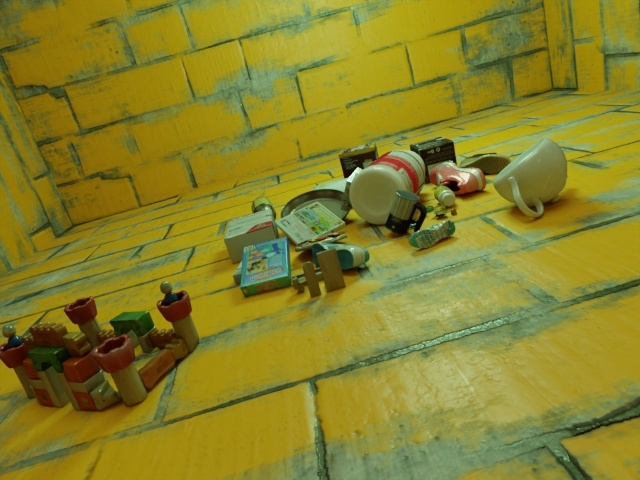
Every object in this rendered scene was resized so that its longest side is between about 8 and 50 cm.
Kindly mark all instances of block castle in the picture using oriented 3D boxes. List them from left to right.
[{"bbox_3d":[-0.579,0.253,1.255,0.453,0.212,0.303,-6,21,27],"label":"block castle"}]

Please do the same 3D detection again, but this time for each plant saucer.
[{"bbox_3d":[-0.015,-0.121,2.053,0.311,0.050,0.310,-9,35,6],"label":"plant saucer"}]

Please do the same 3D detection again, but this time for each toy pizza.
[{"bbox_3d":[0.000,0.000,1.731,0.201,0.032,0.201,-16,2,0],"label":"toy pizza"}]

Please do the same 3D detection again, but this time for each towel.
[{"bbox_3d":[0.156,-0.242,2.317,0.374,0.090,0.320,-18,17,-5],"label":"towel"}]

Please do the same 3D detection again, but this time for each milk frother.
[{"bbox_3d":[0.309,-0.104,1.700,0.129,0.134,0.143,19,27,4],"label":"milk frother"}]

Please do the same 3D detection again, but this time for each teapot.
[{"bbox_3d":[0.715,-0.197,1.593,0.256,0.187,0.252,-41,-3,6],"label":"teapot"}]

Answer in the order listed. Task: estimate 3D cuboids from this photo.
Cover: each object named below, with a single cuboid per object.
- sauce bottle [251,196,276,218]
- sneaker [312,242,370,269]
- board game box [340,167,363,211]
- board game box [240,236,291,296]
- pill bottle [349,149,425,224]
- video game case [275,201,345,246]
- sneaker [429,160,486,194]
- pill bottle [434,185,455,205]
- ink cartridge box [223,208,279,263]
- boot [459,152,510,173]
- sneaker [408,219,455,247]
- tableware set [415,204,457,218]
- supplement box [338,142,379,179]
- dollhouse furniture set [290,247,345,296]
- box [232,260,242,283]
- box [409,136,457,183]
[{"bbox_3d":[-0.269,-0.127,2.295,0.111,0.111,0.344,-17,19,-5],"label":"sauce bottle"},{"bbox_3d":[0.058,0.051,1.557,0.092,0.087,0.229,-9,11,-38],"label":"sneaker"},{"bbox_3d":[0.127,-0.205,1.950,0.026,0.154,0.103,26,47,15],"label":"board game box"},{"bbox_3d":[-0.180,0.083,1.595,0.160,0.047,0.210,-13,36,5],"label":"board game box"},{"bbox_3d":[0.292,-0.237,1.960,0.229,0.229,0.408,-5,20,29],"label":"pill bottle"},{"bbox_3d":[-0.044,-0.065,1.925,0.206,0.026,0.227,-27,37,-17],"label":"video game case"},{"bbox_3d":[0.531,-0.253,1.996,0.136,0.116,0.314,-23,20,-19],"label":"sneaker"},{"bbox_3d":[0.484,-0.169,1.865,0.065,0.065,0.116,-14,19,4],"label":"pill bottle"},{"bbox_3d":[-0.279,-0.024,1.985,0.197,0.114,0.273,-17,19,-1],"label":"ink cartridge box"},{"bbox_3d":[0.762,-0.369,2.184,0.248,0.090,0.207,-3,23,43],"label":"boot"},{"bbox_3d":[0.351,-0.016,1.553,0.166,0.065,0.076,-18,1,-17],"label":"sneaker"},{"bbox_3d":[0.436,-0.107,1.793,0.104,0.024,0.154,-24,18,-34],"label":"tableware set"},{"bbox_3d":[0.214,-0.392,2.540,0.191,0.194,0.129,-10,18,15],"label":"supplement box"},{"bbox_3d":[-0.023,0.080,1.450,0.144,0.123,0.151,-17,18,-6],"label":"dollhouse furniture set"},{"bbox_3d":[-0.219,0.089,1.725,0.145,0.038,0.186,-11,17,10],"label":"box"},{"bbox_3d":[0.538,-0.386,2.297,0.168,0.167,0.203,-15,18,2],"label":"box"}]
